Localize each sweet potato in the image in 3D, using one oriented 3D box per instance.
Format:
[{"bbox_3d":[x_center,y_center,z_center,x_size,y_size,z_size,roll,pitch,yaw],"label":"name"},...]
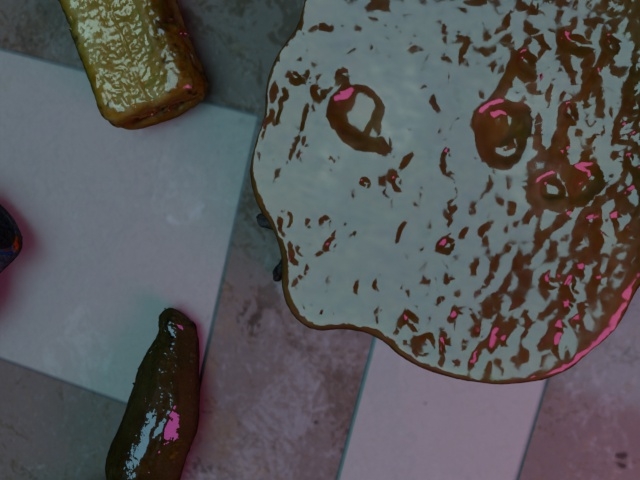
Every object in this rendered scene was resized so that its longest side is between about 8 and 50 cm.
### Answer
[{"bbox_3d":[-0.188,0.208,0.900,0.112,0.085,0.285,23,102,17],"label":"sweet potato"}]

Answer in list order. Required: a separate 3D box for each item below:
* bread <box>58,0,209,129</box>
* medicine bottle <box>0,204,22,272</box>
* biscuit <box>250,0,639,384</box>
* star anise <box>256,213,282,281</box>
[{"bbox_3d":[-0.189,-0.215,0.850,0.114,0.083,0.211,-20,91,12],"label":"bread"},{"bbox_3d":[-0.444,0.069,0.928,0.293,0.141,0.141,-41,85,16],"label":"medicine bottle"},{"bbox_3d":[0.125,-0.071,0.773,0.365,0.062,0.385,11,96,5],"label":"biscuit"},{"bbox_3d":[0.000,0.002,0.844,0.141,0.042,0.141,2,98,17],"label":"star anise"}]
